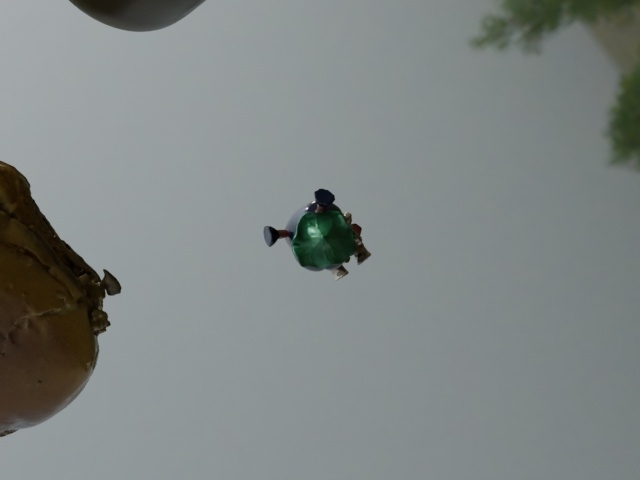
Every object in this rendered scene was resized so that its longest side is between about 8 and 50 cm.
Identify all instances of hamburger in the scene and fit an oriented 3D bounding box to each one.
[{"bbox_3d":[-0.349,0.058,1.635,0.290,0.314,0.170,51,-143,-25],"label":"hamburger"}]

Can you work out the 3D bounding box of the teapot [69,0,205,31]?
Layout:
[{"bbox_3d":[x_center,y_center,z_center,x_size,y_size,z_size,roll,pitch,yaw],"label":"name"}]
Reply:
[{"bbox_3d":[-0.154,-0.301,1.523,0.267,0.175,0.186,-17,-103,-41],"label":"teapot"}]

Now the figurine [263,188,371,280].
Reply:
[{"bbox_3d":[0.000,0.000,2.319,0.102,0.111,0.195,51,-177,9],"label":"figurine"}]
